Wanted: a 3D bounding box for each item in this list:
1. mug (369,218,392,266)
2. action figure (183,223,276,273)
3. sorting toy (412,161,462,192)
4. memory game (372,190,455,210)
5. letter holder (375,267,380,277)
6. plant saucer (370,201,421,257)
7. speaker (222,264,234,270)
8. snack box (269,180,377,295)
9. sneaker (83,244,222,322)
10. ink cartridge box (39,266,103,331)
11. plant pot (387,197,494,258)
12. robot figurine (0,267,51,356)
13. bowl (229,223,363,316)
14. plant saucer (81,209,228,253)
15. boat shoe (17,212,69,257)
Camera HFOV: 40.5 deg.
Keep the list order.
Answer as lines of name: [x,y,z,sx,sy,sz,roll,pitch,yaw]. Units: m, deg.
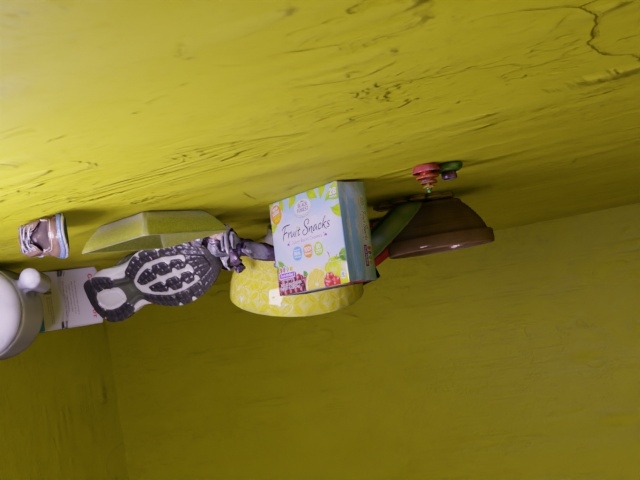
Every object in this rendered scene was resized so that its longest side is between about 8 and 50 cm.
mug: [0.151,0.015,2.246,0.169,0.150,0.113,-17,156,31]
action figure: [-0.137,0.020,1.682,0.285,0.099,0.185,11,178,-2]
sorting toy: [0.195,-0.105,1.452,0.102,0.042,0.061,-7,175,-36]
memory game: [0.207,-0.085,1.920,0.186,0.012,0.186,-9,176,-1]
letter holder: [-0.015,0.100,2.320,0.214,0.152,0.302,-31,173,26]
plant saucer: [0.134,-0.021,1.833,0.195,0.037,0.195,-47,-177,3]
speaker: [-0.251,0.060,2.505,0.055,0.055,0.136,-10,176,10]
snack box: [0.000,0.000,1.523,0.070,0.174,0.207,-2,172,-39]
sneaker: [-0.374,0.058,2.025,0.411,0.158,0.182,-15,-156,36]
ink cartridge box: [-0.665,0.152,2.184,0.203,0.148,0.086,-5,173,-40]
plant pot: [0.262,-0.030,1.935,0.238,0.109,0.237,-9,174,-1]
robot figurine: [-0.699,0.153,1.792,0.300,0.199,0.353,-36,178,-7]
bowl: [-0.053,0.042,1.862,0.290,0.155,0.289,-2,-165,0]
plant saucer: [-0.290,-0.018,1.510,0.188,0.045,0.188,-13,174,41]
boat shoe: [-0.425,0.000,1.323,0.066,0.066,0.183,-6,174,-24]
